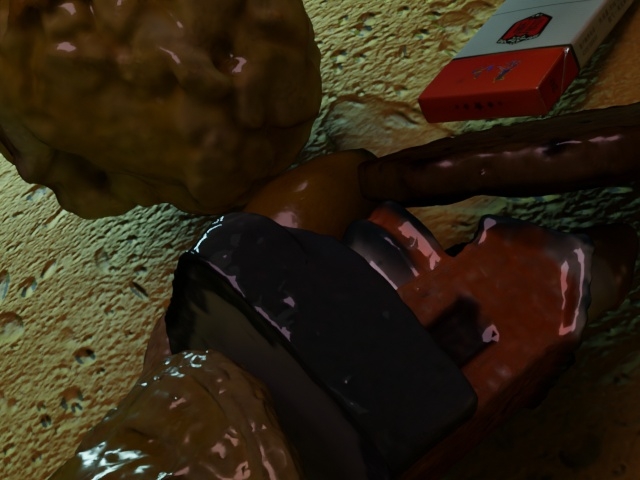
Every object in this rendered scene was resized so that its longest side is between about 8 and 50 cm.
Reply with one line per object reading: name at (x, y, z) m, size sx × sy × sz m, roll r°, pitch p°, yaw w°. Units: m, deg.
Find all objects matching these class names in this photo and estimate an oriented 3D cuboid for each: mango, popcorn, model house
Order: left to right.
popcorn at (-0.178, -0.202, 1.162) m, size 0.390 × 0.344 × 0.354 m, roll 1°, pitch 30°, yaw 24°
mango at (-0.002, 0.006, 0.937) m, size 0.120 × 0.151 × 0.221 m, roll 24°, pitch 26°, yaw 12°
model house at (0.074, 0.045, 0.741) m, size 0.301 × 0.271 × 0.190 m, roll -32°, pitch 68°, yaw -20°

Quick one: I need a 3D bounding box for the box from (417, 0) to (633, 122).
box at (0.209, -0.196, 1.080) m, size 0.139 × 0.035 × 0.245 m, roll 2°, pitch 38°, yaw 44°

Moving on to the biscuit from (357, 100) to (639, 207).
biscuit at (0.201, -0.071, 0.814) m, size 0.359 × 0.046 × 0.359 m, roll -10°, pitch 5°, yaw 1°

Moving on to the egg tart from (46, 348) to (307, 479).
egg tart at (-0.100, 0.217, 0.628) m, size 0.128 × 0.319 × 0.319 m, roll -1°, pitch 22°, yaw -29°

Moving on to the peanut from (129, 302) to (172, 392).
peanut at (-0.111, 0.118, 0.940) m, size 0.100 × 0.099 × 0.214 m, roll -11°, pitch 45°, yaw 29°
